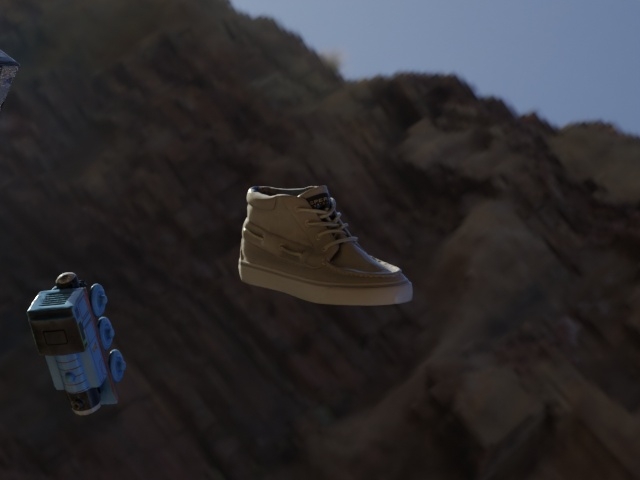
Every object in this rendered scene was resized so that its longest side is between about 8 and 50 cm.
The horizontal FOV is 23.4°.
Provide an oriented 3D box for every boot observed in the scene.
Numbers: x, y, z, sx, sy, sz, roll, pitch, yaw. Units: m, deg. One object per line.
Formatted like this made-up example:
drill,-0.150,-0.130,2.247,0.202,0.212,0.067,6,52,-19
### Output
boot,0.000,0.000,1.767,0.258,0.095,0.123,10,-77,43

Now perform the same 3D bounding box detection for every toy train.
toy train,-0.302,0.133,1.922,0.080,0.105,0.184,-4,-63,15

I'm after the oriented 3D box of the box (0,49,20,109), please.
box,-0.530,-0.222,1.931,0.247,0.163,0.142,37,-69,22
